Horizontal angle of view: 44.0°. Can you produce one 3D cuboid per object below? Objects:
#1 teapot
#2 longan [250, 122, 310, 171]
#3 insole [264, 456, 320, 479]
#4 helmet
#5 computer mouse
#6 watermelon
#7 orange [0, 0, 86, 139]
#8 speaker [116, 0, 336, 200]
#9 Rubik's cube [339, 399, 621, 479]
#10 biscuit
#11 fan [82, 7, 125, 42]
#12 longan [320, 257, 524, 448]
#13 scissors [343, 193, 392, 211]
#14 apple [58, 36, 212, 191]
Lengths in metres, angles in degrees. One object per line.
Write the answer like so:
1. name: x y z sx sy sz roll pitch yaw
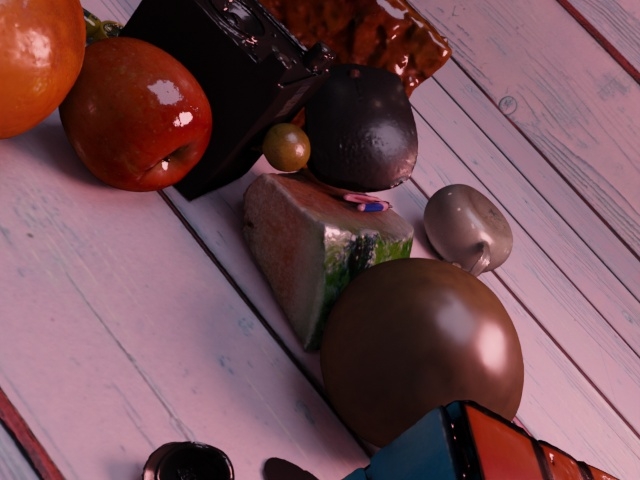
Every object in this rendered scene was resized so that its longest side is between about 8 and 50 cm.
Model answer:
1. teapot: 0.286 -0.017 1.572 0.193 0.129 0.294 35 30 -18
2. longan: -0.056 -0.128 1.097 0.083 0.075 0.075 -2 35 1
3. insole: 0.011 0.299 0.867 0.188 0.004 0.064 41 27 -8
4. helmet: -0.123 0.222 0.740 0.084 0.049 0.065 12 67 -6
5. computer mouse: 0.056 -0.189 1.184 0.168 0.087 0.295 -2 49 -3
6. watermelon: 0.013 -0.004 1.136 0.302 0.151 0.264 54 29 17
7. orange: -0.389 -0.234 0.826 0.284 0.226 0.283 30 26 -16
8. speaker: -0.154 -0.235 1.120 0.232 0.254 0.184 45 28 2
9. Rubik's cube: 0.136 0.349 0.664 0.294 0.288 0.283 33 30 -25
10. biscuit: -0.017 -0.344 1.376 0.395 0.343 0.166 44 22 -6
11. fan: -0.340 -0.318 1.213 0.155 0.039 0.082 34 29 -17
12. longan: 0.123 0.146 0.981 0.258 0.258 0.258 33 29 -21
13. scissors: 0.075 -0.054 1.150 0.039 0.012 0.113 39 20 28
14. apple: -0.229 -0.153 0.984 0.168 0.181 0.181 50 27 20
